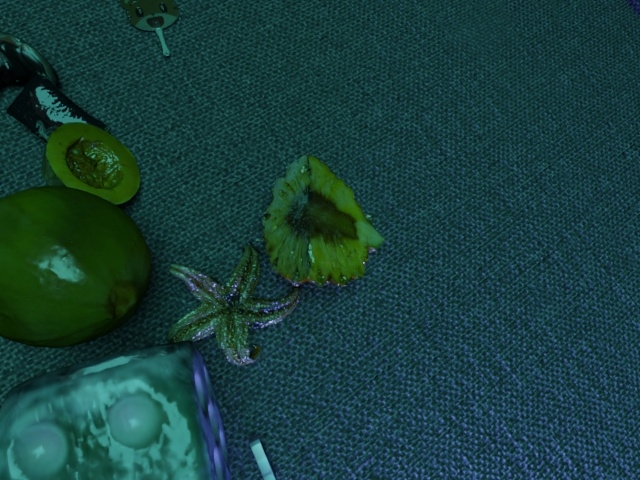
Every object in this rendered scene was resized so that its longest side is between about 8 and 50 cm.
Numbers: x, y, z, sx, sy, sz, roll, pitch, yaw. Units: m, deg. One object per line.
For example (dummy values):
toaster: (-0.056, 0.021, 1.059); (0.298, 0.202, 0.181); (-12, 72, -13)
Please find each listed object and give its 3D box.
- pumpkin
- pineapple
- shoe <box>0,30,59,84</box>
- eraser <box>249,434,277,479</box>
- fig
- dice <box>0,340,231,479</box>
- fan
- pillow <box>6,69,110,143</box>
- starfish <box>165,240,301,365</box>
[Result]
pumpkin: (-0.559, -0.162, 1.010); (0.110, 0.217, 0.217); (-27, 81, 24)
pineapple: (0.003, 0.001, 1.071); (0.286, 0.209, 0.344); (21, 57, -41)
shoe: (-0.805, -0.431, 1.033); (0.291, 0.114, 0.137); (13, 70, -4)
eraser: (-0.130, 0.500, 0.962); (0.026, 0.065, 0.105); (-23, 83, -16)
fig: (-0.499, 0.056, 0.847); (0.343, 0.343, 0.343); (2, 77, -10)
dice: (-0.367, 0.388, 0.803); (0.328, 0.330, 0.348); (-14, 83, -12)
fan: (-0.462, -0.614, 1.193); (0.153, 0.008, 0.226); (-20, 80, -15)
pillow: (-0.650, -0.296, 1.046); (0.208, 0.055, 0.141); (40, 87, -10)
starfish: (-0.219, 0.141, 1.012); (0.312, 0.113, 0.303); (27, 76, -13)
